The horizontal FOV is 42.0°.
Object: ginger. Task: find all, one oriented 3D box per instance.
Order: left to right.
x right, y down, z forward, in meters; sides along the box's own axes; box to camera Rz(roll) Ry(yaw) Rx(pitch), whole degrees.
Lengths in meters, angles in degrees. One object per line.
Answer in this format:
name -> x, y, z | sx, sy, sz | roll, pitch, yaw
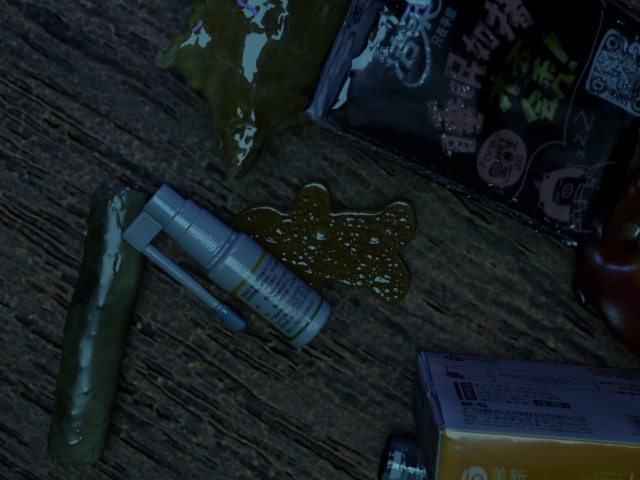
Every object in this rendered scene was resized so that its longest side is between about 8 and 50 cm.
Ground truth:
ginger -> -0.057, -0.186, 0.839 | 0.218, 0.123, 0.270 | 3, 104, -16

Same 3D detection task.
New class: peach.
peach -> 0.448, 0.047, 0.824 | 0.361, 0.201, 0.258 | 29, 96, -3

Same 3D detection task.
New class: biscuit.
biscuit -> 0.000, 0.000, 0.906 | 0.205, 0.031, 0.138 | 3, 109, 1

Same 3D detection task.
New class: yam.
yam -> -0.240, 0.094, 0.907 | 0.071, 0.067, 0.317 | 8, 97, -31

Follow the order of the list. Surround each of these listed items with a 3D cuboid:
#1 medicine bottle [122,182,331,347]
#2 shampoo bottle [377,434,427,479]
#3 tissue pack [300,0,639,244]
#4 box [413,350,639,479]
medicine bottle -> -0.098, 0.034, 0.875 | 0.220, 0.061, 0.092 | 40, 106, -11
shampoo bottle -> 0.170, 0.268, 0.927 | 0.207, 0.063, 0.057 | 13, 109, -1
tissue pack -> 0.170, -0.163, 0.814 | 0.332, 0.123, 0.245 | 22, 93, -20
box -> 0.234, 0.193, 0.839 | 0.273, 0.221, 0.091 | 6, 102, 2
